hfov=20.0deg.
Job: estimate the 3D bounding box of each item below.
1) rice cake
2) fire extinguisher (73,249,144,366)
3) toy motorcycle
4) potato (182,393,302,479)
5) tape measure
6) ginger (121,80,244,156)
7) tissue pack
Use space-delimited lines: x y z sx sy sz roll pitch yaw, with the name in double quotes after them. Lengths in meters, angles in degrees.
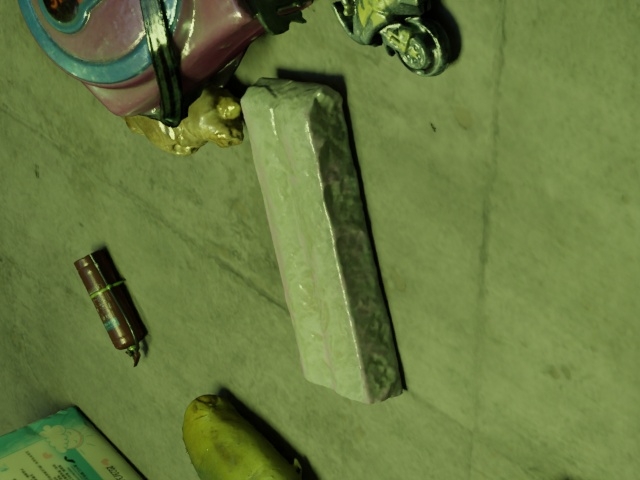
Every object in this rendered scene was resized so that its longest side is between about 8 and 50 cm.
-0.001 0.001 1.617 0.106 0.050 0.298 13 121 51 "rice cake"
-0.225 0.075 1.991 0.132 0.039 0.056 64 156 3 "fire extinguisher"
0.039 -0.218 1.411 0.124 0.061 0.193 13 129 43 "toy motorcycle"
-0.081 0.235 1.850 0.188 0.085 0.105 49 142 31 "potato"
-0.144 -0.230 1.572 0.231 0.149 0.245 -31 86 42 "tape measure"
-0.149 -0.145 1.714 0.213 0.074 0.137 47 143 16 "ginger"
-0.295 0.337 2.110 0.271 0.201 0.124 40 142 36 "tissue pack"
